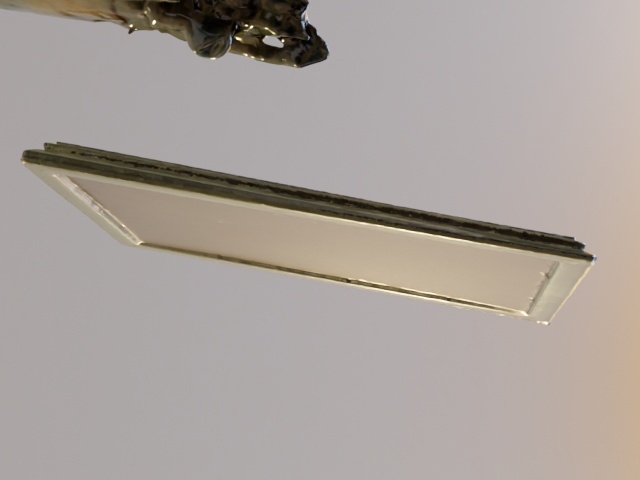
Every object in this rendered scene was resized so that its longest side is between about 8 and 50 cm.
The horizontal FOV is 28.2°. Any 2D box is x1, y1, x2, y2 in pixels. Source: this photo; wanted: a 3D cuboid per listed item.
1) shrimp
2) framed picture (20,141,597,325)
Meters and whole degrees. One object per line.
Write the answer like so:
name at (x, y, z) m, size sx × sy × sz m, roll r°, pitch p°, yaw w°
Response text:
shrimp at (-0.111, -0.150, 0.576) m, size 0.178 × 0.289 × 0.075 m, roll -52°, pitch -33°, yaw -51°
framed picture at (0.000, 0.000, 0.678) m, size 0.274 × 0.217 × 0.017 m, roll 11°, pitch -100°, yaw 5°
